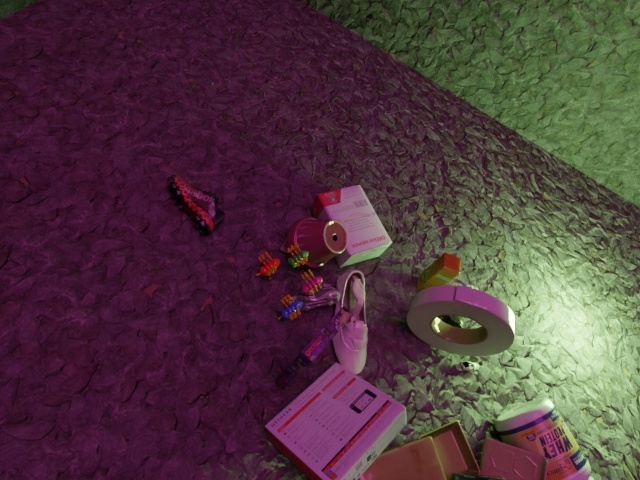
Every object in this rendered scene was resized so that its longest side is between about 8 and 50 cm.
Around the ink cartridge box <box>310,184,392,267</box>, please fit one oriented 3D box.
[{"bbox_3d":[0.125,-0.065,1.840,0.225,0.131,0.307,-14,68,-29],"label":"ink cartridge box"}]

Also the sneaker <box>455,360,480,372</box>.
[{"bbox_3d":[0.599,0.507,1.742,0.109,0.044,0.040,6,57,-21],"label":"sneaker"}]

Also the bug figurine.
[{"bbox_3d":[-0.108,0.148,1.591,0.216,0.072,0.279,-33,65,6],"label":"bug figurine"}]

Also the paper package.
[{"bbox_3d":[0.250,0.821,1.337,0.309,0.168,0.325,-6,63,-26],"label":"paper package"}]

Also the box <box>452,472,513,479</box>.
[{"bbox_3d":[0.520,0.916,1.267,0.097,0.318,0.396,13,64,-17],"label":"box"}]

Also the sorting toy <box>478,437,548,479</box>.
[{"bbox_3d":[0.653,0.806,1.483,0.038,0.208,0.193,28,72,-55],"label":"sorting toy"}]

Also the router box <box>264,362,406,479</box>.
[{"bbox_3d":[0.050,0.574,1.354,0.335,0.082,0.301,-32,37,-33],"label":"router box"}]

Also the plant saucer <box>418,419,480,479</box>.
[{"bbox_3d":[0.444,0.759,1.526,0.188,0.045,0.189,-9,65,-26],"label":"plant saucer"}]

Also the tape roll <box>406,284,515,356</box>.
[{"bbox_3d":[0.518,0.306,1.617,0.391,0.392,0.072,27,54,-4],"label":"tape roll"}]

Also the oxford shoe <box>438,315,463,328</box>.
[{"bbox_3d":[0.499,0.293,1.819,0.227,0.083,0.096,41,36,4],"label":"oxford shoe"}]

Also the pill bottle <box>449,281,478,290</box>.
[{"bbox_3d":[0.633,0.223,1.910,0.120,0.067,0.067,9,58,-17],"label":"pill bottle"}]

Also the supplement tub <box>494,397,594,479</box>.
[{"bbox_3d":[0.807,0.762,1.558,0.228,0.228,0.317,-14,67,-28],"label":"supplement tub"}]

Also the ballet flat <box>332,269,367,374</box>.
[{"bbox_3d":[0.121,0.288,1.627,0.139,0.139,0.401,10,58,-16],"label":"ballet flat"}]

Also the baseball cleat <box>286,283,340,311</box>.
[{"bbox_3d":[-0.029,0.218,1.656,0.205,0.072,0.109,-3,22,-5],"label":"baseball cleat"}]

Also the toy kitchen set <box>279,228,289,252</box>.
[{"bbox_3d":[-0.119,0.010,1.761,0.068,0.075,0.083,31,93,-16],"label":"toy kitchen set"}]

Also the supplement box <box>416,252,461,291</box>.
[{"bbox_3d":[0.486,0.144,1.797,0.080,0.233,0.078,20,56,-6],"label":"supplement box"}]

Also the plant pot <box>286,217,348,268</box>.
[{"bbox_3d":[0.000,0.000,1.680,0.201,0.180,0.202,12,72,-40],"label":"plant pot"}]

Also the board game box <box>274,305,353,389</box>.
[{"bbox_3d":[-0.029,0.353,1.395,0.056,0.347,0.208,39,54,6],"label":"board game box"}]

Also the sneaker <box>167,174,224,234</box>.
[{"bbox_3d":[-0.475,-0.155,1.675,0.135,0.098,0.276,-36,81,-34],"label":"sneaker"}]
